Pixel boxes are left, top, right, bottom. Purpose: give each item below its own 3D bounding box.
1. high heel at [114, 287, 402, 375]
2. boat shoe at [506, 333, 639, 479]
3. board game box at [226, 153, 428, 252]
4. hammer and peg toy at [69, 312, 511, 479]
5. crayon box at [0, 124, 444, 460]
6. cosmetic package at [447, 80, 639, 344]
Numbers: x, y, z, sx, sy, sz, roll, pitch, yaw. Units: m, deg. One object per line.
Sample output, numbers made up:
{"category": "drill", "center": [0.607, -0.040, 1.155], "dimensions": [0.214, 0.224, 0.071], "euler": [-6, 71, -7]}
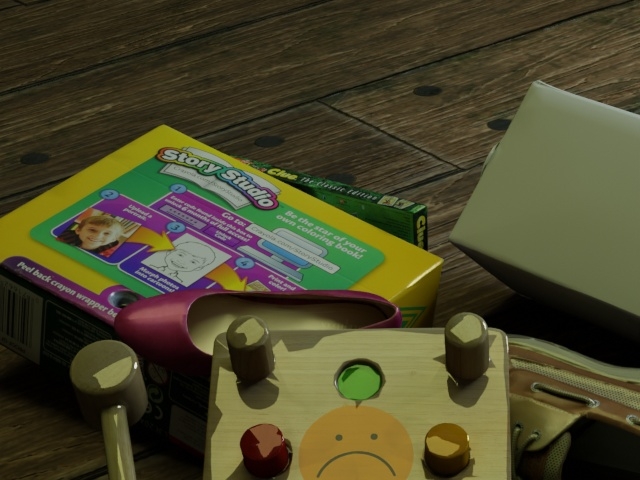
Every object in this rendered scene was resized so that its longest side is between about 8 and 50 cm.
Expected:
{"category": "high heel", "center": [-0.053, 0.071, 1.741], "dimensions": [0.244, 0.117, 0.082], "euler": [10, 67, -10]}
{"category": "boat shoe", "center": [0.205, 0.165, 1.750], "dimensions": [0.324, 0.123, 0.120], "euler": [4, 30, 18]}
{"category": "board game box", "center": [0.000, 0.000, 2.094], "dimensions": [0.259, 0.136, 0.030], "euler": [16, 29, 34]}
{"category": "hammer and peg toy", "center": [-0.024, 0.190, 1.637], "dimensions": [0.361, 0.127, 0.266], "euler": [-2, 54, 5]}
{"category": "crayon box", "center": [-0.116, 0.048, 1.962], "dimensions": [0.363, 0.106, 0.313], "euler": [27, 38, 26]}
{"category": "cosmetic package", "center": [0.329, -0.002, 1.944], "dimensions": [0.365, 0.155, 0.197], "euler": [25, 83, 44]}
